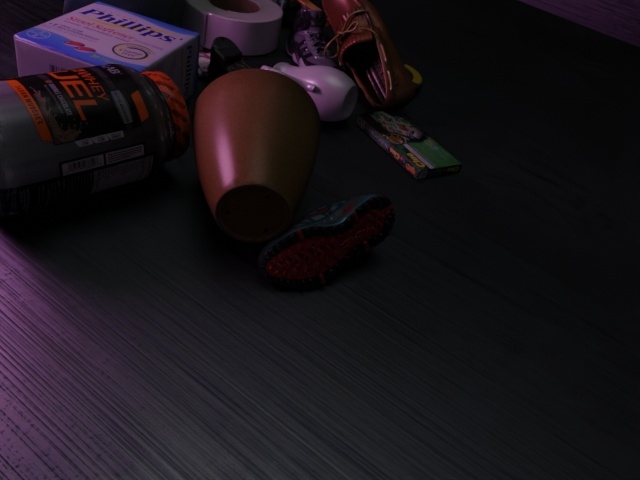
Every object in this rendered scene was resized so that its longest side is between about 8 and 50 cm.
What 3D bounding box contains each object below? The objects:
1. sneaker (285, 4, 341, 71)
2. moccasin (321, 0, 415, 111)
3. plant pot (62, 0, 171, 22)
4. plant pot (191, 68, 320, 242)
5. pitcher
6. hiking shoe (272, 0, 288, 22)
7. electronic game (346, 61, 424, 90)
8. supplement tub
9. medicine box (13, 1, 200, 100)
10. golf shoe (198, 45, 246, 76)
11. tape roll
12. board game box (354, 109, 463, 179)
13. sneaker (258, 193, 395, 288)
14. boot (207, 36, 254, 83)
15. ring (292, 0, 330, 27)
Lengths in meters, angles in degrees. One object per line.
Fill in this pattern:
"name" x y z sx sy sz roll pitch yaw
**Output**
"sneaker" -0.013 -0.554 1.585 0.101 0.153 0.268 -10 44 -28
"moccasin" 0.103 -0.504 1.497 0.147 0.139 0.380 -16 81 -45
"plant pot" -0.505 -0.664 1.469 0.235 0.293 0.293 15 35 -26
"plant pot" -0.108 -0.124 0.962 0.237 0.237 0.254 6 41 -11
"pitcher" -0.029 -0.362 1.353 0.207 0.125 0.178 24 15 18
"hiking shoe" -0.201 -0.825 1.888 0.132 0.113 0.304 -2 41 -21
"electronic game" 0.188 -0.486 1.654 0.229 0.048 0.229 9 39 -8
"supplement tub" -0.403 -0.176 0.948 0.338 0.207 0.207 -26 53 -40
"medicine box" -0.441 -0.374 1.226 0.264 0.149 0.289 19 39 5
"golf shoe" -0.279 -0.440 1.440 0.186 0.067 0.085 11 67 -9
"tape roll" -0.255 -0.639 1.653 0.286 0.100 0.286 10 39 -8
"board game box" 0.207 -0.236 1.369 0.136 0.030 0.259 -10 44 -32
"sneaker" 0.000 0.000 0.979 0.262 0.104 0.125 -25 20 -26
"boot" -0.196 -0.364 1.358 0.082 0.106 0.219 -28 86 -31
"ring" 0.014 -0.780 1.911 0.337 0.032 0.336 24 34 -18
